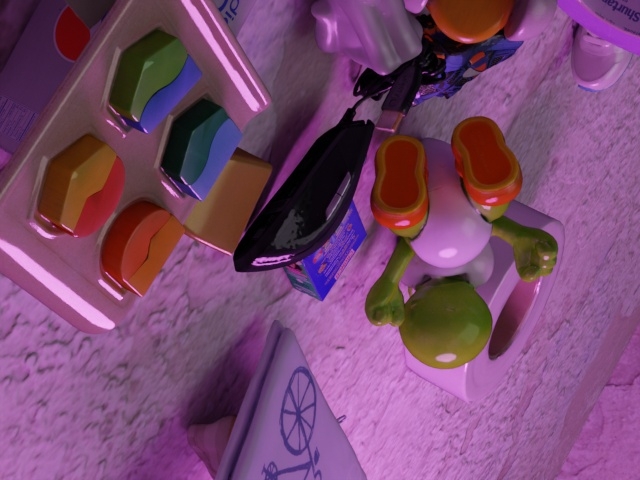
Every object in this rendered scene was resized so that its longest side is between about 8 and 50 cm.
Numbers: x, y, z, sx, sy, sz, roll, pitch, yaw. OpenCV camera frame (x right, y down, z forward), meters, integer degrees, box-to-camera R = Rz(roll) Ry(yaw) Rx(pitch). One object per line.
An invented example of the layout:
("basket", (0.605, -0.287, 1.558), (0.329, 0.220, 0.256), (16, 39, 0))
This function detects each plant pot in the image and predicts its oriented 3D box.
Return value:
("plant pot", (-0.105, -0.045, 1.039), (0.083, 0.081, 0.081), (17, 100, -55))

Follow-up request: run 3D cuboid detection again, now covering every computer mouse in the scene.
("computer mouse", (0.029, -0.067, 1.196), (0.262, 0.060, 0.184), (-55, -166, -18))

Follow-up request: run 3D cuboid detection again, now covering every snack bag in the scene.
("snack bag", (-0.032, 0.307, 1.365), (0.342, 0.037, 0.323), (64, 34, -45))

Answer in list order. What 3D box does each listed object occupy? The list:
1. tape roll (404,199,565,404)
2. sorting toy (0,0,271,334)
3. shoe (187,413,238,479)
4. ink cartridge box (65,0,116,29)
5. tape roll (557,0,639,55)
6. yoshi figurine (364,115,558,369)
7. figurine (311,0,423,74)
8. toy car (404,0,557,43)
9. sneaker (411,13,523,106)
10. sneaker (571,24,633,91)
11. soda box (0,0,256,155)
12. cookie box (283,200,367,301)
("tape roll", (0.232, 0.081, 1.849), (0.286, 0.100, 0.286), (-47, 153, -34))
("sorting toy", (-0.115, -0.048, 0.826), (0.208, 0.038, 0.193), (-55, 155, -10))
("shoe", (-0.088, 0.226, 1.404), (0.219, 0.058, 0.077), (65, 25, -67))
("ink cartridge box", (-0.091, -0.257, 0.750), (0.235, 0.056, 0.171), (-50, 128, -15))
("tape roll", (0.369, -0.314, 1.486), (0.090, 0.275, 0.275), (-57, 156, -13))
("yoshi figurine", (0.147, 0.030, 1.504), (0.203, 0.203, 0.362), (-51, 159, -19))
("figurine", (0.069, -0.268, 1.089), (0.215, 0.092, 0.209), (-34, 140, -5))
("toy car", (0.156, -0.286, 1.273), (0.136, 0.159, 0.182), (-101, -152, -69))
("sneaker", (0.140, -0.198, 1.405), (0.221, 0.083, 0.087), (-21, 147, -50))
("sneaker", (0.390, -0.315, 1.790), (0.092, 0.087, 0.229), (9, 100, -59))
("soda box", (-0.109, -0.166, 0.878), (0.286, 0.091, 0.098), (-62, 155, -3))
("cookie box", (0.000, 0.000, 1.350), (0.092, 0.040, 0.107), (-56, 156, -16))
